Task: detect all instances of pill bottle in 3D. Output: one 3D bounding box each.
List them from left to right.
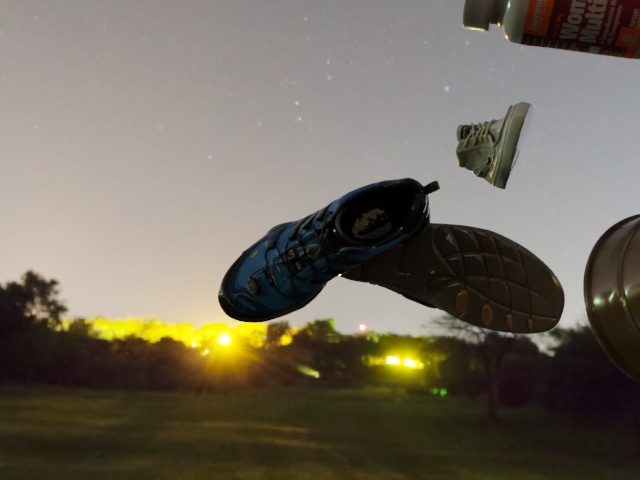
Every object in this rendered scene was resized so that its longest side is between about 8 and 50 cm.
[{"bbox_3d":[0.290,-0.293,0.843,0.221,0.121,0.121,11,-13,12],"label":"pill bottle"}]

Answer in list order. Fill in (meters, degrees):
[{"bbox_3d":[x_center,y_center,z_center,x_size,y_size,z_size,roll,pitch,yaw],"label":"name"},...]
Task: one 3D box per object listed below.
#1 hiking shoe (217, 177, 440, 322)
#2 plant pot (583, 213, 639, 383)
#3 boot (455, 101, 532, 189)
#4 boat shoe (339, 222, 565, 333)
[{"bbox_3d":[0.000,0.000,0.877,0.304,0.113,0.132,-31,-12,-3],"label":"hiking shoe"},{"bbox_3d":[0.321,0.030,0.539,0.167,0.167,0.165,5,-18,-8],"label":"plant pot"},{"bbox_3d":[0.307,-0.183,1.285,0.123,0.095,0.258,25,-19,15],"label":"boot"},{"bbox_3d":[0.170,0.034,1.004,0.355,0.132,0.130,21,0,8],"label":"boat shoe"}]
